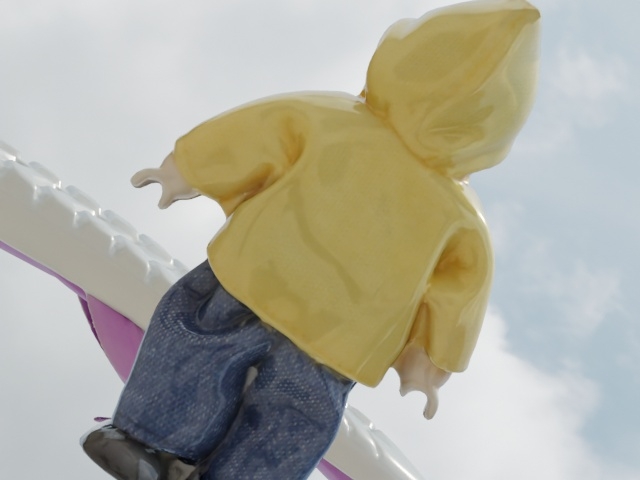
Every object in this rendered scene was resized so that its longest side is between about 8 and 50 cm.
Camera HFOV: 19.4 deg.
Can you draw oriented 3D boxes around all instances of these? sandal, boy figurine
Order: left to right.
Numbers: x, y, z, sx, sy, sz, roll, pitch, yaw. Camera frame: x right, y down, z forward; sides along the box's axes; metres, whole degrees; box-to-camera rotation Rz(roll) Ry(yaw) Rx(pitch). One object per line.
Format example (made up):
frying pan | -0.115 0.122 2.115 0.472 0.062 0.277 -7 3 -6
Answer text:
sandal | -0.112 0.062 1.148 0.416 0.169 0.102 38 -87 -2
boy figurine | 0.000 0.000 0.863 0.177 0.092 0.285 32 -91 -4
